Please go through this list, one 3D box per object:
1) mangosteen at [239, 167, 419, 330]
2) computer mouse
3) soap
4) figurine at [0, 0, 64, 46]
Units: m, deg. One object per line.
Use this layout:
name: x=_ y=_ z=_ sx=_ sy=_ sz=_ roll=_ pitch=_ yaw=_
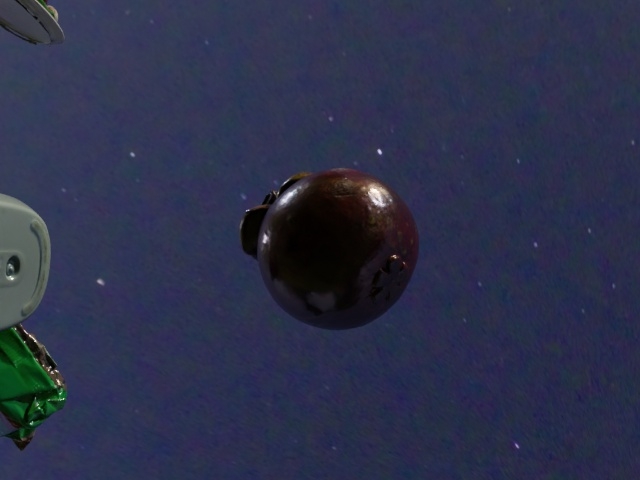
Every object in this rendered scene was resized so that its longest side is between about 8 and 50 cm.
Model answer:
mangosteen: x=0.000 y=0.000 z=1.263 sx=0.258 sy=0.215 sz=0.215 roll=27 pitch=-101 yaw=38
computer mouse: x=-0.385 y=0.023 z=0.961 sx=0.097 sy=0.288 sz=0.159 roll=11 pitch=-84 yaw=26
soap: x=-0.444 y=0.189 z=1.351 sx=0.098 sy=0.273 sz=0.218 roll=-38 pitch=-85 yaw=-27
figurine: x=-0.272 y=-0.286 z=0.958 sx=0.132 sy=0.132 sz=0.153 roll=24 pitch=-106 yaw=27
